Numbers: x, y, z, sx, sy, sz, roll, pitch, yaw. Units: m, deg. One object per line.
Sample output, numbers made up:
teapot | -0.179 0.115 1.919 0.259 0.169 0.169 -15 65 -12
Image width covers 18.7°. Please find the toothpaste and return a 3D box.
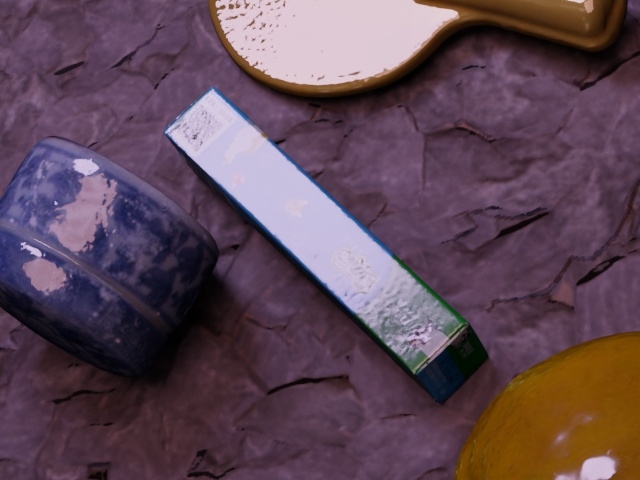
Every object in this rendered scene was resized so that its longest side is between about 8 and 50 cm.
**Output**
toothpaste | 0.000 0.000 1.292 0.050 0.065 0.267 -43 60 -6

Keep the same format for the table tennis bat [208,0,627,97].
table tennis bat | 0.062 -0.182 1.359 0.321 0.050 0.198 14 74 28

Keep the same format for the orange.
orange | 0.179 0.188 1.040 0.235 0.279 0.279 14 71 -7

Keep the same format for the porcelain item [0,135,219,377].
porcelain item | -0.154 0.015 1.291 0.147 0.147 0.114 27 78 27
